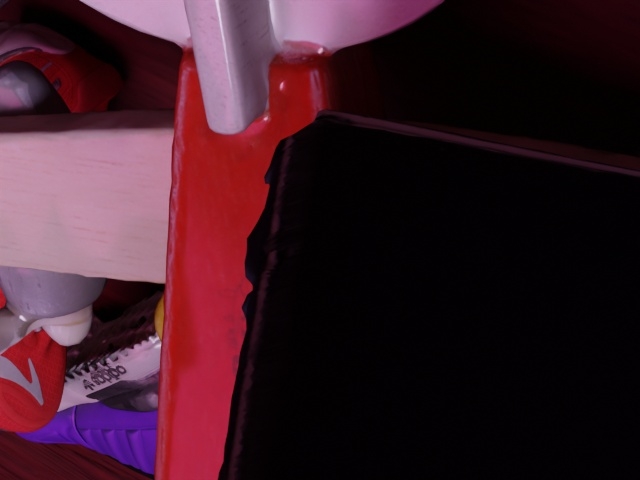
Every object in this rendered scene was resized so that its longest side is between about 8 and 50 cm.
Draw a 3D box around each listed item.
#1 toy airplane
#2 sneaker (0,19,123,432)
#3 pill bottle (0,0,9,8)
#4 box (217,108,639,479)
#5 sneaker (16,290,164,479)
[{"bbox_3d":[0.000,0.000,0.824,0.386,0.272,0.384,49,114,7],"label":"toy airplane"},{"bbox_3d":[-0.169,0.009,1.093,0.118,0.107,0.279,20,122,23],"label":"sneaker"},{"bbox_3d":[-0.236,-0.136,0.921,0.123,0.219,0.123,31,149,21],"label":"pill bottle"},{"bbox_3d":[0.172,0.265,0.574,0.480,0.297,0.471,10,130,-2],"label":"box"},{"bbox_3d":[-0.120,0.125,1.255,0.146,0.102,0.293,49,151,-12],"label":"sneaker"}]
